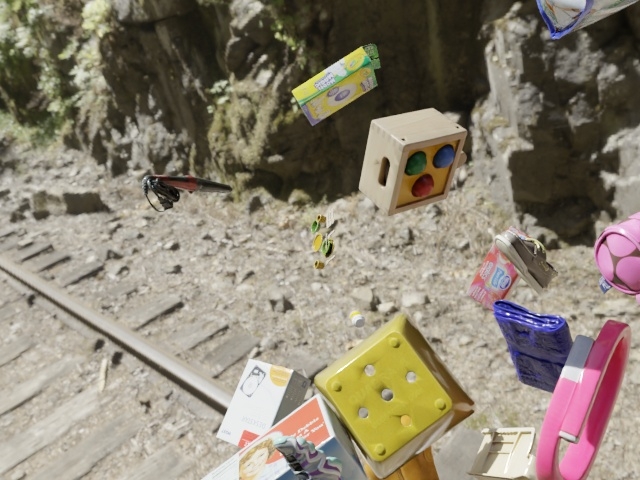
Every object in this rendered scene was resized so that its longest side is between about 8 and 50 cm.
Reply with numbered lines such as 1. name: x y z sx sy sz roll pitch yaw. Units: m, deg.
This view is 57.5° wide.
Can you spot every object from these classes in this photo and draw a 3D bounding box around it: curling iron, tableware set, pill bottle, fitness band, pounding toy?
1. curling iron: -0.245 -0.094 1.105 0.035 0.068 0.274 -20 -1 20
2. tableware set: 0.000 0.000 1.438 0.104 0.024 0.154 -44 38 47
3. pill bottle: 0.121 0.259 1.905 0.043 0.044 0.083 -18 9 -4
4. fitness band: 0.423 0.261 0.924 0.054 0.209 0.291 17 70 40
5. pounding toy: 0.175 -0.111 0.948 0.206 0.181 0.094 -17 45 -29

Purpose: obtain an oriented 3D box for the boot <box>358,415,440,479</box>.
1. boot: 0.238 0.489 1.375 0.295 0.211 0.104 -34 -15 9

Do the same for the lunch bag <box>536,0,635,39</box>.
1. lunch bag: 0.571 -0.570 1.084 0.327 0.239 0.385 -31 6 16

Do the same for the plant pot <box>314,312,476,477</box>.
1. plant pot: 0.115 0.251 0.948 0.212 0.212 0.187 -37 -16 0

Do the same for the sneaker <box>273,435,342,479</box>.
1. sneaker: -0.018 0.272 0.671 0.038 0.098 0.069 -38 27 42

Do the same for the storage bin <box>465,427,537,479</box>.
1. storage bin: 0.515 0.553 1.334 0.123 0.262 0.260 -56 0 -22

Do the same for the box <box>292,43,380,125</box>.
1. box: 0.040 -0.301 1.128 0.179 0.043 0.105 -33 -15 4

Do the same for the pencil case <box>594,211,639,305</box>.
1. pencil case: 0.443 -0.001 0.725 0.209 0.095 0.098 -22 69 -19

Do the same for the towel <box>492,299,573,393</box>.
1. towel: 0.609 0.316 1.626 0.076 0.308 0.227 -41 29 -20

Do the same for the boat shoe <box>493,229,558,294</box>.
1. boat shoe: 0.603 0.048 1.694 0.096 0.324 0.117 -43 43 7

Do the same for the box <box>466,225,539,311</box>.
1. box: 0.615 0.098 1.966 0.122 0.257 0.128 36 38 23

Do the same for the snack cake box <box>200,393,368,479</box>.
1. snack cake box: -0.073 0.359 0.853 0.264 0.089 0.152 -36 9 -2

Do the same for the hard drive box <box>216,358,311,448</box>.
1. hard drive box: -0.154 0.462 1.601 0.181 0.089 0.232 2 62 40
